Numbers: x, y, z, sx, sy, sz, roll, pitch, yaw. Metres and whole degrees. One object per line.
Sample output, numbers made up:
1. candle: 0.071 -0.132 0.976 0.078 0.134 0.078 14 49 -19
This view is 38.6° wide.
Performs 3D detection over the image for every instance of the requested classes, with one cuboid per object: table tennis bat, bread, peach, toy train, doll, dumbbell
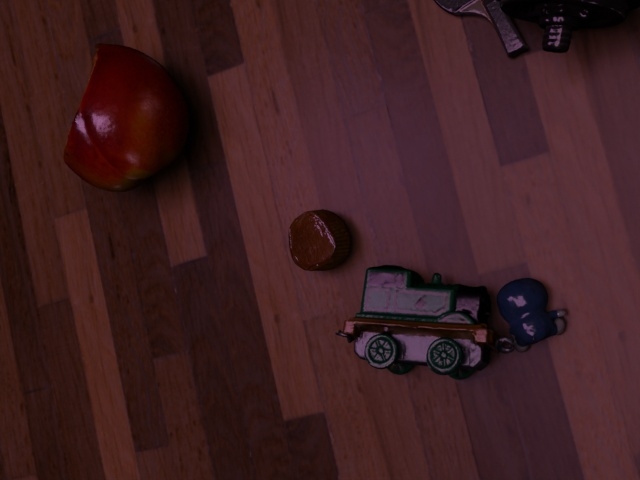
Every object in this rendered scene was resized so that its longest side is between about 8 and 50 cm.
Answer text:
1. table tennis bat: 0.202 -0.329 1.157 0.130 0.019 0.220 -29 76 21
2. bread: 0.000 0.000 1.212 0.085 0.053 0.085 3 95 34
3. peach: -0.283 -0.170 1.269 0.190 0.190 0.192 -35 94 18
4. toy train: 0.127 0.100 1.134 0.227 0.091 0.136 -1 77 23
5. doll: 0.253 0.085 1.102 0.076 0.050 0.083 -26 76 16
6. dumbbell: 0.286 -0.357 1.029 0.192 0.192 0.290 10 93 23
